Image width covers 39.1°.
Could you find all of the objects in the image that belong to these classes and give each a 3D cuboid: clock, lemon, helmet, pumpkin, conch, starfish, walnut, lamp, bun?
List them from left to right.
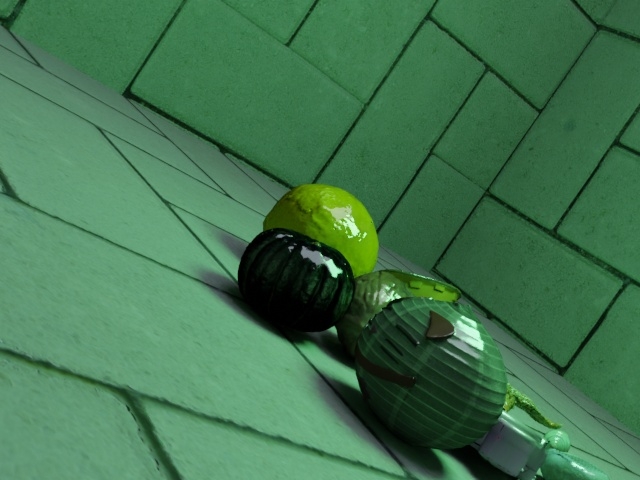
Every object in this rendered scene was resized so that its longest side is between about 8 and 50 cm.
[{"bbox_3d":[-0.045,0.071,1.609,0.221,0.161,0.220,24,1,-1],"label":"pumpkin"},{"bbox_3d":[0.001,0.001,1.989,0.261,0.260,0.284,33,5,-8],"label":"lemon"},{"bbox_3d":[0.102,0.147,1.715,0.178,0.178,0.230,35,11,10],"label":"walnut"},{"bbox_3d":[0.239,0.178,2.334,0.257,0.140,0.205,18,-20,-28],"label":"helmet"},{"bbox_3d":[0.173,0.201,1.424,0.233,0.233,0.265,31,3,-28],"label":"lamp"},{"bbox_3d":[0.276,0.321,1.591,0.248,0.090,0.227,32,-5,27],"label":"clock"},{"bbox_3d":[0.361,0.322,2.060,0.358,0.078,0.347,29,10,37],"label":"starfish"},{"bbox_3d":[0.517,0.460,2.029,0.180,0.088,0.065,36,45,-72],"label":"conch"},{"bbox_3d":[0.483,0.458,1.732,0.141,0.083,0.141,26,0,0],"label":"bun"}]
